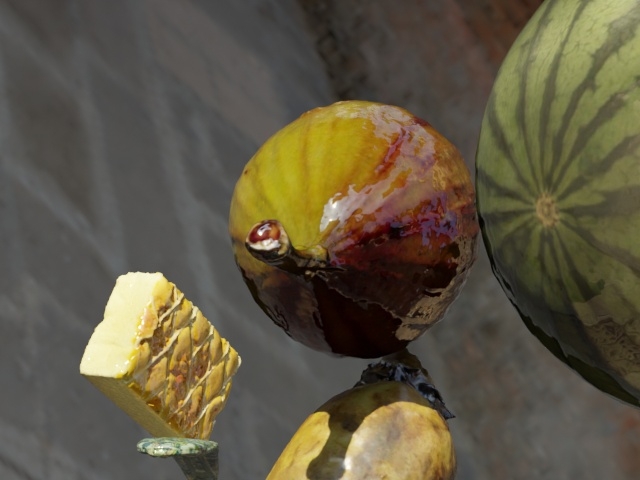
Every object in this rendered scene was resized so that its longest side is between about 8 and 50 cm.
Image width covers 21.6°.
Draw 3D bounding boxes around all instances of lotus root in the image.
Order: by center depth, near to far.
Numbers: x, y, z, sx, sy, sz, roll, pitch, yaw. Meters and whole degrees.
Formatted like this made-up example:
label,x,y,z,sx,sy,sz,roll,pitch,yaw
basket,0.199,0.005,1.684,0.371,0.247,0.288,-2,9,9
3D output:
label,x,y,z,sx,sy,sz,roll,pitch,yaw
lotus root,0.020,0.224,1.381,0.141,0.169,0.314,33,53,8

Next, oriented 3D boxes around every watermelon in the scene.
label,x,y,z,sx,sy,sz,roll,pitch,yaw
watermelon,0.248,-0.044,0.861,0.359,0.279,0.279,-13,63,-40

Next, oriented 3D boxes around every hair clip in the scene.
label,x,y,z,sx,sy,sz,roll,pitch,yaw
hair clip,-0.130,0.213,1.639,0.229,0.066,0.036,68,20,-72

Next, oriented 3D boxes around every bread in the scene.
label,x,y,z,sx,sy,sz,roll,pitch,yaw
bread,-0.160,0.128,1.735,0.188,0.068,0.125,52,52,-48

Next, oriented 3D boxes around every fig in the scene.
label,x,y,z,sx,sy,sz,roll,pitch,yaw
fig,0.000,0.000,1.324,0.217,0.217,0.321,55,21,6
